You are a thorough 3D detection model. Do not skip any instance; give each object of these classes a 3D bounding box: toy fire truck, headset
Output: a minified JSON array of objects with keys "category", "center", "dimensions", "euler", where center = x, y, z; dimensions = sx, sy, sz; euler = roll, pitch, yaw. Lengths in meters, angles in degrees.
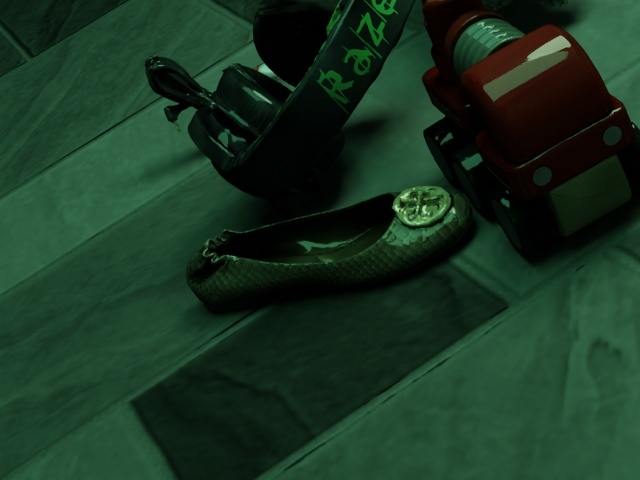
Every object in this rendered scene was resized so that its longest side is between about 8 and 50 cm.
[{"category":"toy fire truck","center":[0.146,-0.151,1.020],"dimensions":[0.158,0.246,0.217],"euler":[-30,29,-2]},{"category":"headset","center":[-0.045,-0.156,1.209],"dimensions":[0.243,0.185,0.394],"euler":[-62,12,-14]}]

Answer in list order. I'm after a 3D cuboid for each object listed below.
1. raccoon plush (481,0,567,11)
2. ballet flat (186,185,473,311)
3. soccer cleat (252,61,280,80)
[{"category":"raccoon plush","center":[0.225,-0.410,1.341],"dimensions":[0.446,0.299,0.216],"euler":[-34,14,-22]},{"category":"ballet flat","center":[0.000,0.000,1.096],"dimensions":[0.250,0.058,0.084],"euler":[-14,33,23]},{"category":"soccer cleat","center":[-0.045,-0.200,1.485],"dimensions":[0.035,0.029,0.083],"euler":[0,42,26]}]
